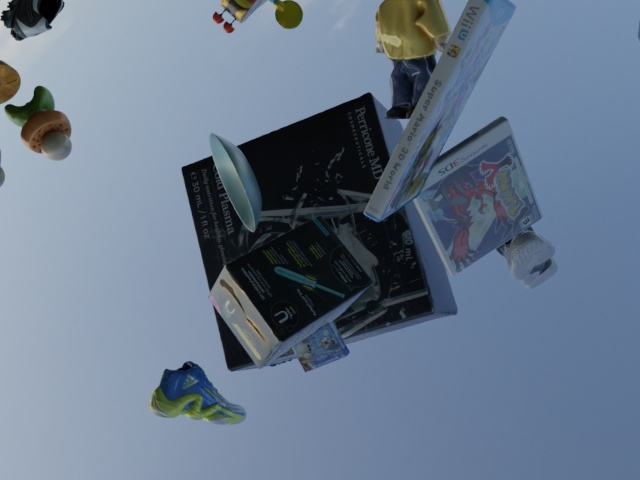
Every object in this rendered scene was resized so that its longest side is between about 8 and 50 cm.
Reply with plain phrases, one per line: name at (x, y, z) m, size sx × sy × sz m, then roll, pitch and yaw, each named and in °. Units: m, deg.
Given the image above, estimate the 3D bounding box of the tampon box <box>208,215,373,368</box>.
tampon box at (-0.040, 0.065, 0.902) m, size 0.161 × 0.101 × 0.120 m, roll -29°, pitch -105°, yaw -34°

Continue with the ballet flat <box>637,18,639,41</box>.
ballet flat at (0.322, -0.269, 0.349) m, size 0.147 × 0.409 × 0.147 m, roll 12°, pitch -147°, yaw -8°

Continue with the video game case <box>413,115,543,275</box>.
video game case at (0.246, -0.065, 1.090) m, size 0.183 × 0.201 × 0.023 m, roll -33°, pitch -148°, yaw -3°

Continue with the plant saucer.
plant saucer at (-0.147, -0.111, 1.260) m, size 0.037 × 0.195 × 0.195 m, roll -25°, pitch -142°, yaw -14°

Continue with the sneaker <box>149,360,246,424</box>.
sneaker at (-0.257, 0.337, 1.533) m, size 0.091 × 0.240 × 0.126 m, roll -4°, pitch -107°, yaw 47°

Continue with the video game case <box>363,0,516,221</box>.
video game case at (0.089, -0.097, 0.501) m, size 0.015 × 0.119 × 0.166 m, roll 30°, pitch -68°, yaw 13°

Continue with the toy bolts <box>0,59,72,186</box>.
toy bolts at (-0.623, -0.210, 1.356) m, size 0.228 × 0.218 × 0.158 m, roll -36°, pitch -112°, yaw -4°

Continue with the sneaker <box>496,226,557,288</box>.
sneaker at (0.407, 0.005, 1.442) m, size 0.101 × 0.268 × 0.153 m, roll -37°, pitch -118°, yaw 10°

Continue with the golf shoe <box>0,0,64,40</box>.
golf shoe at (-0.491, -0.442, 1.238) m, size 0.094 × 0.077 × 0.198 m, roll 2°, pitch -112°, yaw 15°

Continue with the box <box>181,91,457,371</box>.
box at (0.000, 0.000, 1.561) m, size 0.471 × 0.297 × 0.480 m, roll -19°, pitch -101°, yaw 17°

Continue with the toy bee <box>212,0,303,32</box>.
toy bee at (-0.137, -0.475, 1.292) m, size 0.162 × 0.195 × 0.298 m, roll -42°, pitch 170°, yaw 29°

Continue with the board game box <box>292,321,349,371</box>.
board game box at (-0.009, 0.177, 1.216) m, size 0.090 × 0.090 × 0.020 m, roll -26°, pitch -174°, yaw 23°

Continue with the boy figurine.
boy figurine at (0.147, -0.339, 1.124) m, size 0.092 × 0.285 × 0.177 m, roll -8°, pitch -169°, yaw -32°
